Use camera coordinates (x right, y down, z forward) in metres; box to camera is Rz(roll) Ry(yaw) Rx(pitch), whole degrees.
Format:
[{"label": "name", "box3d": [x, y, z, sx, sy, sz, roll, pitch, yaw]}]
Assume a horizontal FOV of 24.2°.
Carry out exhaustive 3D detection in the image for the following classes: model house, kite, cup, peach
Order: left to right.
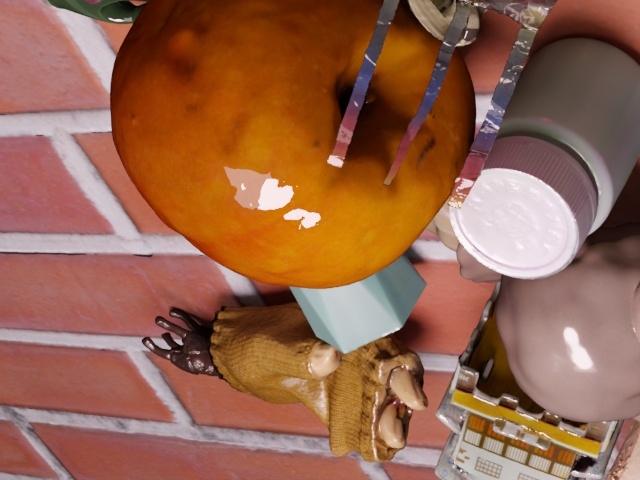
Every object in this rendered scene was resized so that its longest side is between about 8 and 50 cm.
[{"label": "peach", "box3d": [-0.031, -0.116, 1.422, 0.343, 0.342, 0.302, 45, 148, -24]}, {"label": "cup", "box3d": [0.000, 0.000, 1.717, 0.134, 0.148, 0.235, -12, 125, 38]}, {"label": "kite", "box3d": [0.128, -0.209, 1.230, 0.204, 0.360, 0.022, 17, -173, -6]}, {"label": "model house", "box3d": [0.251, 0.171, 1.703, 0.198, 0.224, 0.215, 21, 139, 9]}]

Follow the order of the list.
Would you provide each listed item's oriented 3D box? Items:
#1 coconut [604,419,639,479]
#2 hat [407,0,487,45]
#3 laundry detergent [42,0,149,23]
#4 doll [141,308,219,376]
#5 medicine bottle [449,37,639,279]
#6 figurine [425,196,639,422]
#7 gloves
[{"label": "coconut", "box3d": [0.450, 0.282, 1.651, 0.297, 0.297, 0.309, 20, 152, 10]}, {"label": "hat", "box3d": [0.095, -0.263, 1.341, 0.166, 0.081, 0.122, 34, 104, 2]}, {"label": "laundry detergent", "box3d": [-0.216, -0.275, 1.565, 0.211, 0.063, 0.137, -14, 135, 44]}, {"label": "doll", "box3d": [-0.155, 0.156, 2.054, 0.165, 0.057, 0.139, 30, -175, 2]}, {"label": "medicine bottle", "box3d": [0.216, -0.079, 1.378, 0.139, 0.225, 0.139, 17, 133, 19]}, {"label": "figurine", "box3d": [0.230, 0.038, 1.515, 0.380, 0.203, 0.248, 40, 155, 27]}, {"label": "gloves", "box3d": [0.002, 0.158, 1.894, 0.356, 0.155, 0.203, 20, 154, 46]}]
